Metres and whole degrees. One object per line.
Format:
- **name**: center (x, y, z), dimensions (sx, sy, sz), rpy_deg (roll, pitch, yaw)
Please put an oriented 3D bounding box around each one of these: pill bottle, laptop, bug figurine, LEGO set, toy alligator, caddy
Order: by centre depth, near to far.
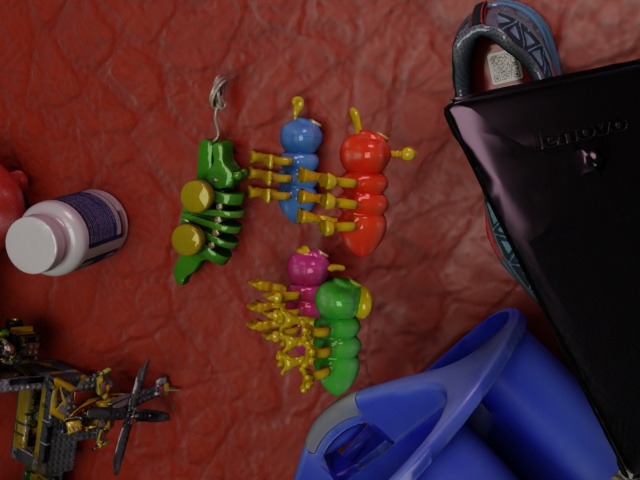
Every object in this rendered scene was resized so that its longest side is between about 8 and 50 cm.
- **laptop**: center (0.305, 0.096, 0.846), dimensions (0.382, 0.236, 0.407), rpy_deg (-13, 119, -19)
- **caddy**: center (0.069, 0.189, 0.940), dimensions (0.179, 0.241, 0.341), rpy_deg (42, 140, 2)
- **bug figurine**: center (0.000, 0.000, 0.966), dimensions (0.072, 0.279, 0.216), rpy_deg (3, 98, -15)
- **toy alligator**: center (-0.086, -0.045, 1.071), dimensions (0.051, 0.056, 0.189), rpy_deg (18, 105, 14)
- **LEGO set**: center (-0.266, 0.248, 1.077), dimensions (0.192, 0.255, 0.331), rpy_deg (16, 94, 43)
- **pill bottle**: center (-0.224, -0.006, 1.090), dimensions (0.067, 0.120, 0.067), rpy_deg (3, 100, 17)

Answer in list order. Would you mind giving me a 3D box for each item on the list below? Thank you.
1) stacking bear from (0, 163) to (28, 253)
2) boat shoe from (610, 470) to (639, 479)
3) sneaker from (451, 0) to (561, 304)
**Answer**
- **stacking bear**: center (-0.384, 0.037, 1.135), dimensions (0.164, 0.175, 0.289), rpy_deg (44, 100, 21)
- **boat shoe**: center (0.247, 0.155, 0.989), dimensions (0.080, 0.073, 0.223), rpy_deg (19, 106, 13)
- **sneaker**: center (0.153, -0.055, 0.954), dimensions (0.104, 0.125, 0.261), rpy_deg (-19, 93, 21)
